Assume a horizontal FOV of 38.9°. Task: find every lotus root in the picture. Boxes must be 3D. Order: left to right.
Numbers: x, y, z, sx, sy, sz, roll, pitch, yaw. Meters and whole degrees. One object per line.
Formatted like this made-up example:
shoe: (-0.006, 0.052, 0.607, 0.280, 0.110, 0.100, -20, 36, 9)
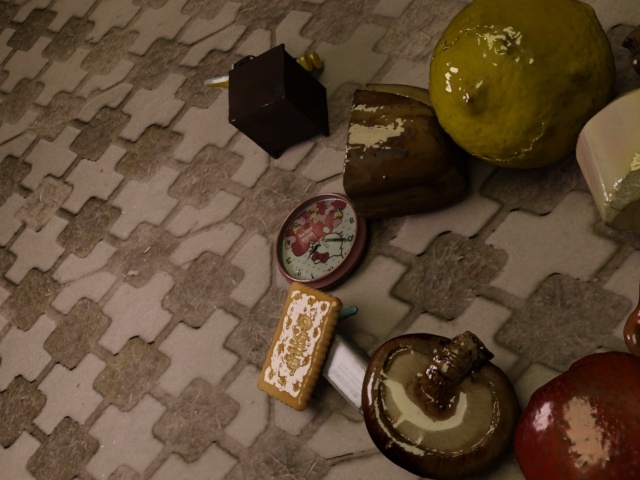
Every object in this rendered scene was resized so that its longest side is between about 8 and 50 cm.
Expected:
lotus root: (0.176, -0.210, 1.891, 0.249, 0.316, 0.316, -2, 64, 19)

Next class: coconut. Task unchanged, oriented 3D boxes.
coconut: (0.570, -0.153, 1.589, 0.239, 0.239, 0.244, -23, 58, 26)

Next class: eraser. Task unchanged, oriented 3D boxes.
eraser: (0.049, 0.254, 1.873, 0.352, 0.061, 0.089, 42, 103, 42)

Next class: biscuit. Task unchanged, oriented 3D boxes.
biscuit: (-0.048, 0.220, 1.909, 0.160, 0.030, 0.250, 20, 90, 46)

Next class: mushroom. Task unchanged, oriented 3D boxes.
mushroom: (0.215, 0.290, 1.645, 0.297, 0.163, 0.278, 34, 94, 24)

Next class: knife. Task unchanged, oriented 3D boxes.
knife: (0.039, 0.164, 1.971, 0.096, 0.010, 0.027, -23, 60, 24)

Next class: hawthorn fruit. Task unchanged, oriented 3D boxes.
hawthorn fruit: (0.440, 0.333, 1.398, 0.275, 0.275, 0.300, -26, 54, 24)

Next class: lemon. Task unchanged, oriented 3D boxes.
lemon: (0.392, -0.317, 1.738, 0.349, 0.350, 0.387, 7, 28, 39)

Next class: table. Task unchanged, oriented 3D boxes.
table: (-0.102, -0.338, 2.226, 0.169, 0.193, 0.173, -21, 55, 28)

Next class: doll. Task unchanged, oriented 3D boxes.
doll: (-0.148, -0.438, 2.373, 0.316, 0.103, 0.146, -8, 38, 31)

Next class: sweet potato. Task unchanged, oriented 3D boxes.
sweet potato: (0.569, 0.106, 1.567, 0.055, 0.058, 0.202, 18, 76, 20)

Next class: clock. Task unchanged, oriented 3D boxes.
clock: (0.001, 0.000, 2.058, 0.244, 0.056, 0.245, -17, 56, 27)

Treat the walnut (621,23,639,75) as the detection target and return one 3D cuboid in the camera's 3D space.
walnut: (0.668, -0.351, 1.686, 0.204, 0.141, 0.238, -14, 61, 26)
